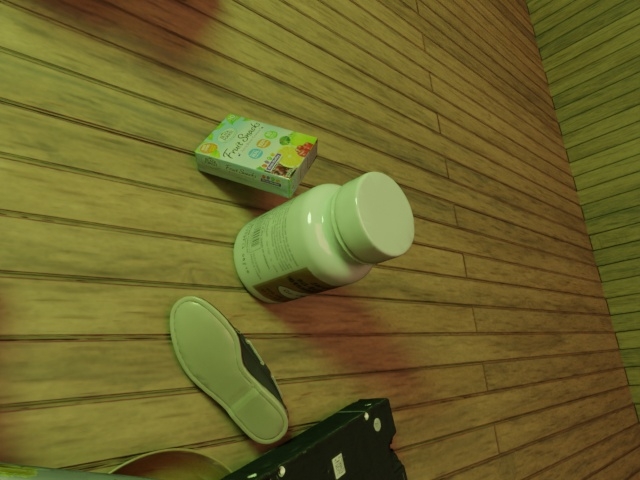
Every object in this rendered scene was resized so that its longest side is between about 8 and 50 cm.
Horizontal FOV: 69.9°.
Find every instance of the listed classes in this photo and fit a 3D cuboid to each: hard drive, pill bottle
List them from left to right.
[{"bbox_3d":[0.000,0.000,0.596,0.131,0.229,0.131,18,63,-39],"label":"pill bottle"},{"bbox_3d":[0.004,0.357,0.551,0.338,0.064,0.237,-4,79,-54],"label":"hard drive"}]

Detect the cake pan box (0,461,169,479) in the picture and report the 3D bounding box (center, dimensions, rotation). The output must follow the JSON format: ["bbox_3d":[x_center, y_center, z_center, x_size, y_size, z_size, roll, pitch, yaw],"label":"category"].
[{"bbox_3d":[-0.172,0.306,0.310,0.245,0.070,0.267,24,66,-25],"label":"cake pan box"}]

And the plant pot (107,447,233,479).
[{"bbox_3d":[-0.164,0.333,0.450,0.236,0.032,0.237,17,64,-39],"label":"plant pot"}]

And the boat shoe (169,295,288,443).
[{"bbox_3d":[-0.111,0.154,0.567,0.206,0.075,0.065,55,2,-6],"label":"boat shoe"}]

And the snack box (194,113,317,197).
[{"bbox_3d":[-0.087,-0.121,0.638,0.141,0.037,0.100,18,49,12],"label":"snack box"}]
